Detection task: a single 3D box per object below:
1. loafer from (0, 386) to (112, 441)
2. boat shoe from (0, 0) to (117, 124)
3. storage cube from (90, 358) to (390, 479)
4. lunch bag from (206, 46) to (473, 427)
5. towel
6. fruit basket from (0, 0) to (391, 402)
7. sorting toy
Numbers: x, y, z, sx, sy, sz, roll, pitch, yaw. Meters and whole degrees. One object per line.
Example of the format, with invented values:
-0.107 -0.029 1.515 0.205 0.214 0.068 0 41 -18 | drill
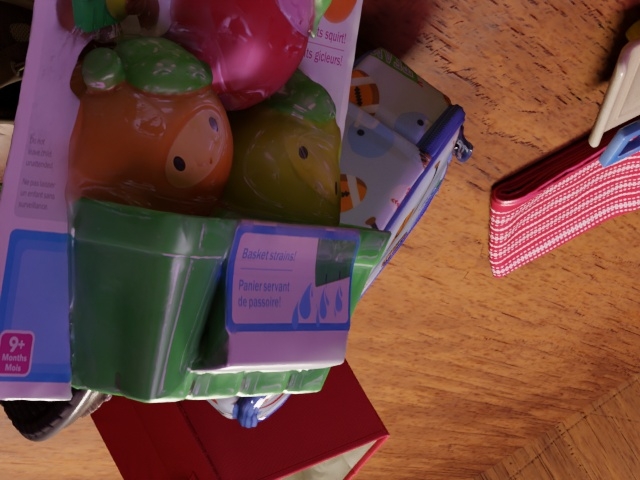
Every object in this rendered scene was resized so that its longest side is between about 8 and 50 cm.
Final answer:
-0.150 0.033 1.490 0.130 0.134 0.366 -14 156 -42 | loafer
-0.154 -0.098 1.205 0.095 0.095 0.257 -40 159 27 | boat shoe
-0.083 0.173 1.866 0.215 0.193 0.183 -19 159 -32 | storage cube
0.000 0.000 1.494 0.303 0.115 0.243 -53 174 -10 | lunch bag
0.271 -0.045 2.082 0.199 0.031 0.275 -28 162 -4 | towel
-0.056 -0.081 1.112 0.327 0.165 0.353 5 100 -59 | fruit basket
0.332 -0.182 1.795 0.196 0.047 0.347 -30 162 -13 | sorting toy
